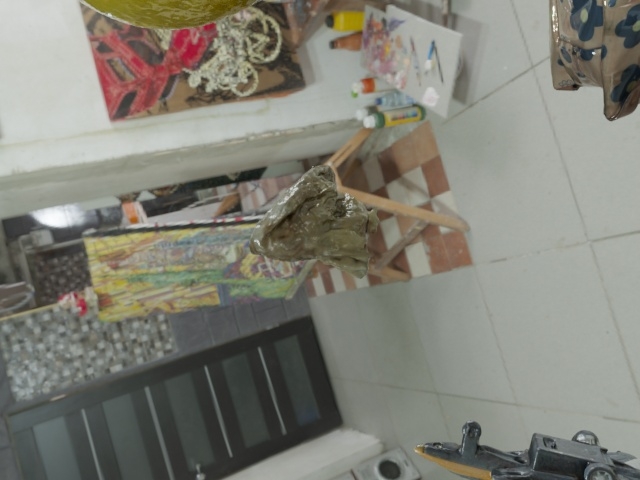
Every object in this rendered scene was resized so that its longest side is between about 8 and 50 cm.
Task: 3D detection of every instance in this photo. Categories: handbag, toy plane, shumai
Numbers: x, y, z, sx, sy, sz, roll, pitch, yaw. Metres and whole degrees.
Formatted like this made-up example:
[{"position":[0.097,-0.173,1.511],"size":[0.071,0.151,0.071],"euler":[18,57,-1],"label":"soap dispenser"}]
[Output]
[{"position":[0.436,-0.286,0.745],"size":[0.190,0.251,0.193],"euler":[-116,12,-56],"label":"handbag"},{"position":[0.286,0.295,0.742],"size":[0.204,0.315,0.103],"euler":[-32,-43,-74],"label":"toy plane"},{"position":[0.000,0.000,1.293],"size":[0.262,0.314,0.267],"euler":[42,121,3],"label":"shumai"}]

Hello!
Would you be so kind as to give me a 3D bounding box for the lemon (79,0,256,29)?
[{"position":[-0.222,-0.435,0.705],"size":[0.364,0.364,0.365],"euler":[43,141,50],"label":"lemon"}]
